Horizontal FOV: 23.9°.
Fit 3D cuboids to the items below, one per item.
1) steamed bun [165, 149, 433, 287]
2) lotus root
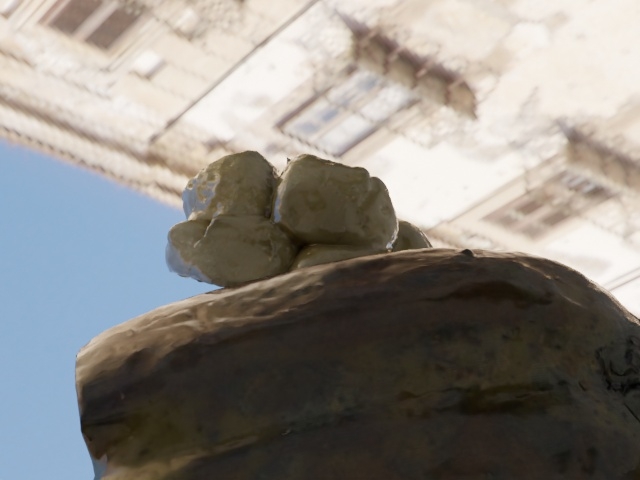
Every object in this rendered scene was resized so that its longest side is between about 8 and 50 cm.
[{"bbox_3d":[0.000,0.000,1.047,0.177,0.192,0.106,20,-93,-63],"label":"steamed bun"},{"bbox_3d":[0.039,0.131,0.865,0.346,0.250,0.251,-13,-108,4],"label":"lotus root"}]
